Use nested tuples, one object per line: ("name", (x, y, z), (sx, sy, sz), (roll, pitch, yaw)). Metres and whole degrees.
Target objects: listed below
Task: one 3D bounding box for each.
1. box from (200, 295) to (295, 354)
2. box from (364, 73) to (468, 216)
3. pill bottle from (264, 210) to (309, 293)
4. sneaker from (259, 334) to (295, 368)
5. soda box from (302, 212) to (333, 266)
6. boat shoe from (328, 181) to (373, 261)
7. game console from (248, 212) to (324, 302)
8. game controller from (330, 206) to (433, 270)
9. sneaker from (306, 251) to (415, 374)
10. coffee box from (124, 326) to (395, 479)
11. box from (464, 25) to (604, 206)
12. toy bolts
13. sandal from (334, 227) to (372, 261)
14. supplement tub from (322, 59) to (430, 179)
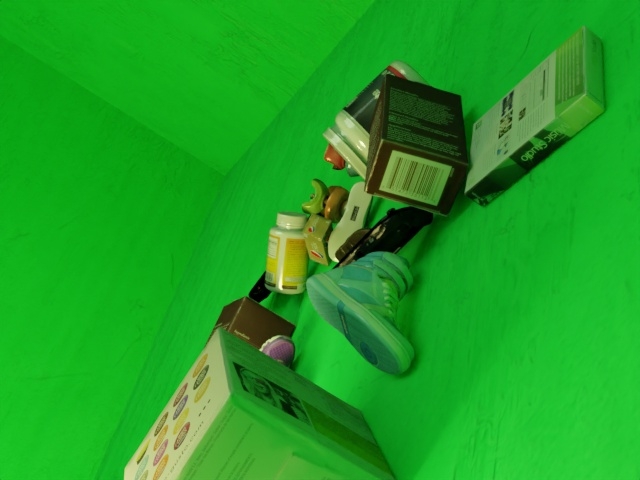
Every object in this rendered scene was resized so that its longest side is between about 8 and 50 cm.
("box", (-0.202, 0.285, 2.317), (0.168, 0.167, 0.203), (-28, 34, 61))
("box", (0.208, -0.220, 1.918), (0.381, 0.191, 0.143), (-78, 5, -57))
("pill bottle", (-0.087, 0.032, 2.395), (0.117, 0.117, 0.215), (-136, 51, -73))
("sneaker", (-0.125, 0.347, 2.134), (0.236, 0.095, 0.104), (-61, 22, 6))
("soda box", (0.000, 0.000, 2.288), (0.061, 0.058, 0.181), (-63, -15, -19))
("boat shoe", (0.088, -0.043, 2.260), (0.219, 0.077, 0.070), (-67, -16, -2))
("game console", (-0.090, 0.036, 2.578), (0.361, 0.044, 0.213), (-52, -4, -7))
("game controller", (0.118, 0.026, 1.922), (0.166, 0.067, 0.319), (-23, -18, -50))
("sneaker", (0.132, 0.122, 1.729), (0.208, 0.127, 0.319), (-27, 41, -20))
("coffee box", (-0.120, 0.416, 1.529), (0.338, 0.338, 0.334), (-56, 16, 5))
("box", (0.410, -0.236, 1.683), (0.322, 0.058, 0.232), (-44, 21, 43))
("toy bolts", (0.084, -0.146, 2.423), (0.229, 0.158, 0.218), (-69, -24, -2))
("sandal", (0.107, 0.015, 2.097), (0.060, 0.090, 0.219), (-42, 0, -28))
("supplement tub", (0.160, -0.301, 2.202), (0.272, 0.191, 0.191), (-43, 17, 3))
